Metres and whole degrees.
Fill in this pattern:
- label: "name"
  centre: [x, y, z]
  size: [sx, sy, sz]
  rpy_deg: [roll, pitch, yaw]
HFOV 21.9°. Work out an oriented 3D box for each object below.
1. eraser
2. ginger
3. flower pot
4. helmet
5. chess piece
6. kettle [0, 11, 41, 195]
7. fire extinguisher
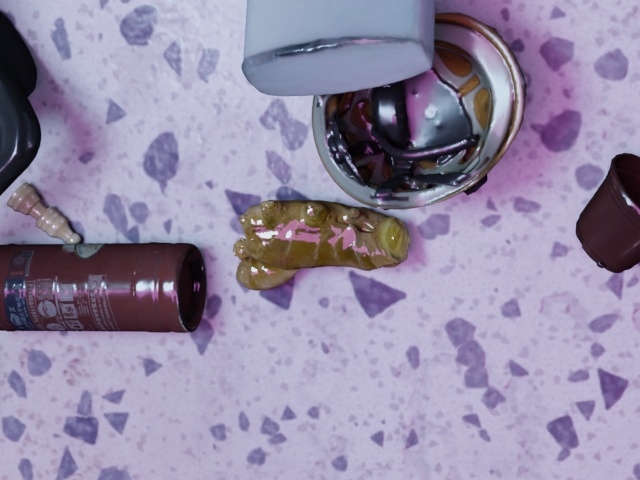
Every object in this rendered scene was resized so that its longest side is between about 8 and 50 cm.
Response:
- label: "eraser"
  centre: [0.021, -0.297, 1.650]
  size: [0.189, 0.104, 0.290]
  rpy_deg: [-6, 68, 23]
- label: "ginger"
  centre: [-0.010, -0.009, 1.792]
  size: [0.205, 0.081, 0.115]
  rpy_deg: [-13, 109, 16]
- label: "flower pot"
  centre: [0.316, -0.021, 1.705]
  size: [0.111, 0.111, 0.089]
  rpy_deg: [44, 123, 3]
- label: "helmet"
  centre: [0.104, -0.131, 1.715]
  size: [0.224, 0.130, 0.198]
  rpy_deg: [-29, 87, 7]
- label: "chess piece"
  centre: [-0.314, -0.025, 1.896]
  size: [0.092, 0.035, 0.035]
  rpy_deg: [40, 108, 1]
- label: "kettle"
  centre: [-0.473, -0.121, 1.807]
  size: [0.308, 0.262, 0.203]
  rpy_deg: [-39, 125, 16]
- label: "fire extinguisher"
  centre: [-0.309, 0.040, 1.859]
  size: [0.344, 0.102, 0.138]
  rpy_deg: [0, 134, 14]
